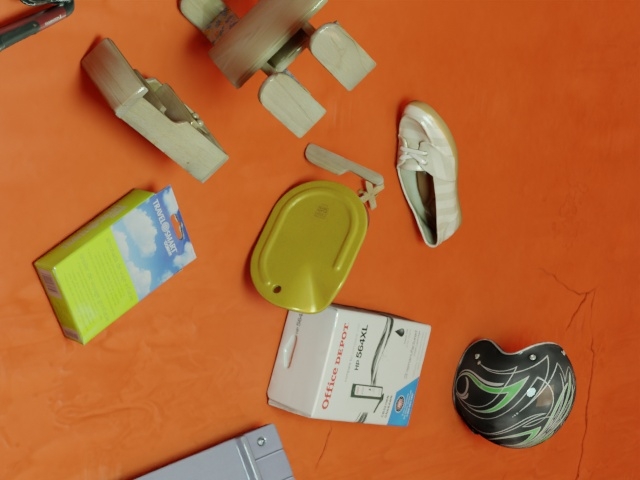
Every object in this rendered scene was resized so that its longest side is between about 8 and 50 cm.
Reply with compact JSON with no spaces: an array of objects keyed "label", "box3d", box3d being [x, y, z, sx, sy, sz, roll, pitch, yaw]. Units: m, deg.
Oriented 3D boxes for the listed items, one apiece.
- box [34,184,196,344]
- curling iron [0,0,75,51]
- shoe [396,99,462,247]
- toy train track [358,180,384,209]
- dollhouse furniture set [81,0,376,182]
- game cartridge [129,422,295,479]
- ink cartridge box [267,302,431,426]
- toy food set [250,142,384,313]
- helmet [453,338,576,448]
[{"label":"box","box3d":[-0.228,0.022,1.648,0.178,0.042,0.109,-40,128,-33]},{"label":"curling iron","box3d":[-0.352,-0.202,1.463,0.274,0.035,0.068,-38,105,-28]},{"label":"shoe","box3d":[0.147,-0.087,1.993,0.058,0.077,0.219,-44,132,-36]},{"label":"toy train track","box3d":[0.051,-0.054,1.948,0.083,0.014,0.048,-36,133,-28]},{"label":"dollhouse furniture set","box3d":[-0.108,-0.208,1.593,0.242,0.212,0.161,-44,137,6]},{"label":"game cartridge","box3d":[-0.151,0.377,1.749,0.355,0.068,0.230,-17,80,-43]},{"label":"ink cartridge box","box3d":[0.040,0.163,1.943,0.203,0.086,0.148,12,92,-49]},{"label":"toy food set","box3d":[0.000,0.000,1.838,0.218,0.128,0.071,-64,158,-19]},{"label":"helmet","box3d":[0.296,0.225,2.177,0.169,0.161,0.169,-16,112,-44]}]
